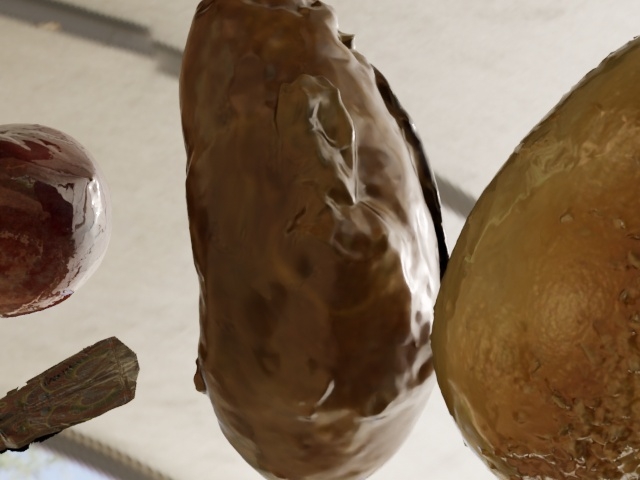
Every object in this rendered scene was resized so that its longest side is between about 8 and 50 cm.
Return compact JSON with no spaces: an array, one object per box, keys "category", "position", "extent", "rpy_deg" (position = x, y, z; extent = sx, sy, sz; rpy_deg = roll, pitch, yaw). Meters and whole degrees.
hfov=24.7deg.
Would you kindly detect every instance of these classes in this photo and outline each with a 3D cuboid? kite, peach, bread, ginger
[{"category":"kite","position":[-0.286,0.163,1.247],"extent":[0.152,0.285,0.015],"rpy_deg":[-128,-164,-69]},{"category":"peach","position":[-0.223,-0.025,1.069],"extent":[0.152,0.152,0.152],"rpy_deg":[20,-53,29]},{"category":"bread","position":[0.206,0.024,0.777],"extent":[0.159,0.306,0.305],"rpy_deg":[43,-39,46]},{"category":"ginger","position":[0.000,0.000,0.873],"extent":[0.172,0.165,0.321],"rpy_deg":[12,-70,58]}]
